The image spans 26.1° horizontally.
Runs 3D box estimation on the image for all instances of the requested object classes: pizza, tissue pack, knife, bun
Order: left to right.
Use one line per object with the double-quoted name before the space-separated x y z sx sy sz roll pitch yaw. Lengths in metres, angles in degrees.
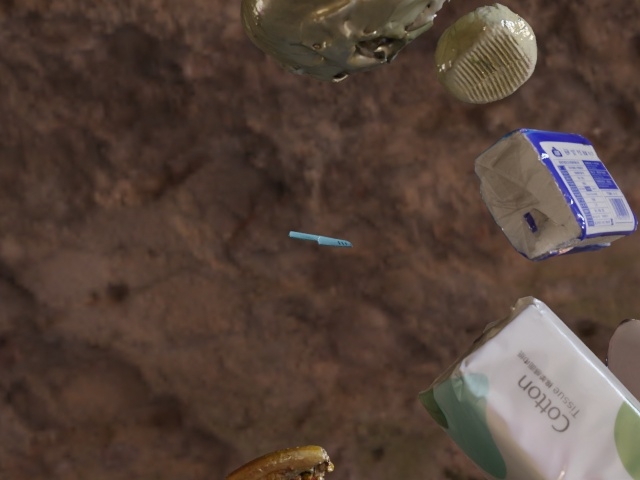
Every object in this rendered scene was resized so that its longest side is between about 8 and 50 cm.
"pizza" -0.047 0.425 2.255 0.188 0.062 0.199 -22 -54 13
"knife" 0.000 0.000 1.929 0.091 0.014 0.005 9 -29 -1
"bun" 0.032 -0.253 1.469 0.239 0.141 0.239 -17 -16 -5
"bun" 0.178 -0.207 1.514 0.115 0.069 0.115 -7 -47 -8
"tissue pack" 0.382 -0.071 2.249 0.137 0.209 0.269 -38 -15 26
"tissue pack" 0.319 0.268 1.847 0.194 0.356 0.266 -42 -5 -12

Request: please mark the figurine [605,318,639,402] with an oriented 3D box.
"figurine" 0.634 0.308 2.369 0.206 0.284 0.315 -51 -42 4
